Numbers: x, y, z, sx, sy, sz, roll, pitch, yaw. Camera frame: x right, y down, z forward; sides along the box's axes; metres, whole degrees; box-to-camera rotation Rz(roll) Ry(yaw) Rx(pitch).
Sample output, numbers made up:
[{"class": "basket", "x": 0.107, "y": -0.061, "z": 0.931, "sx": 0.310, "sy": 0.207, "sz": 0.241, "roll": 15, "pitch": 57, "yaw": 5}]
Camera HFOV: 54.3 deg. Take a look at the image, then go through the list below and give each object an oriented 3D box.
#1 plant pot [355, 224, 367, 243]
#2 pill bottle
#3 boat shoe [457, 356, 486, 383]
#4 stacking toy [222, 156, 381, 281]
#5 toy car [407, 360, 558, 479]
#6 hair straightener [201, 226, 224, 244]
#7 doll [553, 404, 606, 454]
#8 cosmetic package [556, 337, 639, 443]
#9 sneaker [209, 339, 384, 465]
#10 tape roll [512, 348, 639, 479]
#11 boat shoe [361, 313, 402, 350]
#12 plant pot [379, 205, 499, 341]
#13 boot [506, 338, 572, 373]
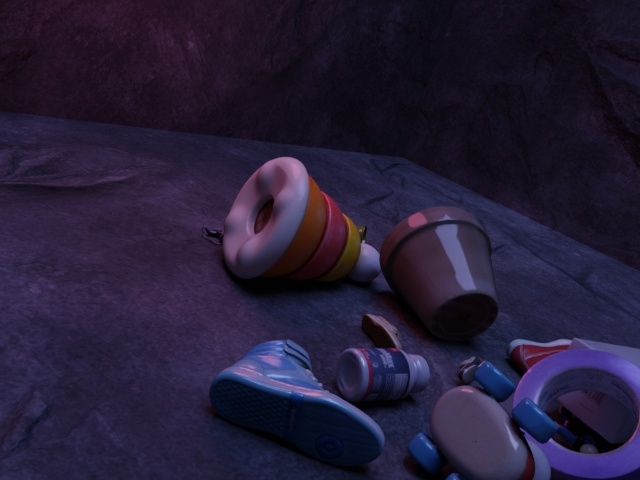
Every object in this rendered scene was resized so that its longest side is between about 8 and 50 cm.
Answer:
[{"class": "plant pot", "x": 0.117, "y": -0.020, "z": 2.195, "sx": 0.079, "sy": 0.083, "sz": 0.083, "roll": 8, "pitch": 17, "yaw": 13}, {"class": "pill bottle", "x": 0.133, "y": 0.279, "z": 1.308, "sx": 0.180, "sy": 0.107, "sz": 0.108, "roll": 6, "pitch": 22, "yaw": -31}, {"class": "boat shoe", "x": 0.360, "y": 0.310, "z": 1.512, "sx": 0.043, "sy": 0.049, "sz": 0.137, "roll": 25, "pitch": 18, "yaw": 32}, {"class": "stacking toy", "x": -0.002, "y": 0.012, "z": 1.768, "sx": 0.480, "sy": 0.350, "sz": 0.350, "roll": 27, "pitch": 11, "yaw": -32}, {"class": "toy car", "x": 0.326, "y": 0.385, "z": 1.125, "sx": 0.238, "sy": 0.219, "sz": 0.210, "roll": 40, "pitch": 4, "yaw": -33}, {"class": "hair straightener", "x": -0.241, "y": -0.008, "z": 1.876, "sx": 0.231, "sy": 0.047, "sz": 0.089, "roll": 11, "pitch": 19, "yaw": -16}, {"class": "doll", "x": 0.566, "y": 0.424, "z": 1.369, "sx": 0.129, "sy": 0.046, "sz": 0.189, "roll": 26, "pitch": 18, "yaw": 2}, {"class": "cosmetic package", "x": 0.721, "y": 0.352, "z": 1.462, "sx": 0.366, "sy": 0.155, "sz": 0.197, "roll": 16, "pitch": 16, "yaw": -39}, {"class": "sneaker", "x": -0.021, "y": 0.278, "z": 1.153, "sx": 0.319, "sy": 0.127, "sz": 0.208, "roll": 21, "pitch": 20, "yaw": 9}, {"class": "tape roll", "x": 0.524, "y": 0.351, "z": 1.224, "sx": 0.275, "sy": 0.090, "sz": 0.274, "roll": -14, "pitch": 44, "yaw": 13}, {"class": "boat shoe", "x": 0.163, "y": 0.229, "z": 1.540, "sx": 0.059, "sy": 0.063, "sz": 0.170, "roll": 1, "pitch": 23, "yaw": -25}, {"class": "plant pot", "x": 0.351, "y": 0.116, "z": 1.726, "sx": 0.323, "sy": 0.323, "sz": 0.280, "roll": 10, "pitch": 37, "yaw": -21}, {"class": "boot", "x": 0.630, "y": 0.335, "z": 1.624, "sx": 0.244, "sy": 0.088, "sz": 0.176, "roll": 4, "pitch": 22, "yaw": -14}]
